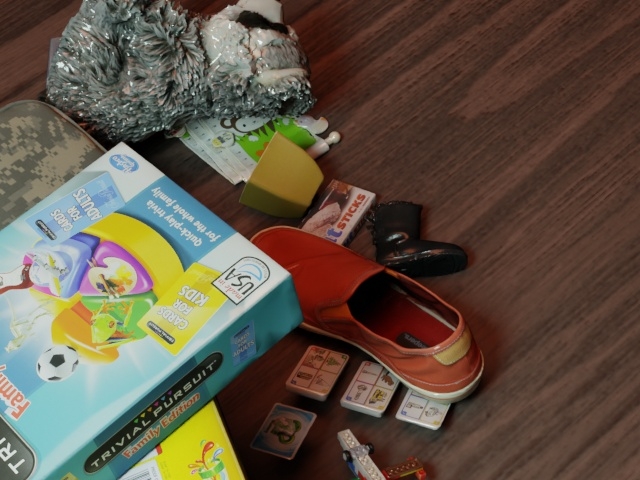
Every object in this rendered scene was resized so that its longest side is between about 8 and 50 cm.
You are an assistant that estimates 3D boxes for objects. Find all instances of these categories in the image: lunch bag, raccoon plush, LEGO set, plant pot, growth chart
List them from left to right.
[{"bbox_3d":[-0.386,0.019,1.403,0.212,0.256,0.305,39,39,4],"label":"lunch bag"},{"bbox_3d":[-0.205,-0.149,1.609,0.299,0.446,0.216,33,17,0],"label":"raccoon plush"},{"bbox_3d":[-0.103,-0.152,1.677,0.237,0.021,0.172,34,63,31],"label":"growth chart"},{"bbox_3d":[-0.044,-0.073,1.559,0.083,0.081,0.081,29,68,-2],"label":"plant pot"},{"bbox_3d":[0.028,0.221,1.318,0.182,0.060,0.244,14,35,15],"label":"LEGO set"}]

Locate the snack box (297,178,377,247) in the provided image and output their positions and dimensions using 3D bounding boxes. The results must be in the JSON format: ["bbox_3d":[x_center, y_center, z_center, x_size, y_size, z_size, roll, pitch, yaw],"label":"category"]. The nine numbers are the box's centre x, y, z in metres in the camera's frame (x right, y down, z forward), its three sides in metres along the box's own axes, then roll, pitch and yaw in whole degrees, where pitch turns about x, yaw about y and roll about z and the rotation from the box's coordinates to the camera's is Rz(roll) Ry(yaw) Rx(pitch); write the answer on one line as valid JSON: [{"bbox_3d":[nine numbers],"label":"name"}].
[{"bbox_3d":[0.000,0.000,1.531,0.064,0.022,0.178,21,58,23],"label":"snack box"}]

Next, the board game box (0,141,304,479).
[{"bbox_3d":[-0.224,0.087,1.105,0.336,0.079,0.254,-40,55,-21],"label":"board game box"}]

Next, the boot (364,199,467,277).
[{"bbox_3d":[0.116,-0.004,1.498,0.121,0.045,0.099,-8,51,10],"label":"boot"}]

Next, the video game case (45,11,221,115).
[{"bbox_3d":[-0.253,-0.237,1.742,0.274,0.026,0.196,-9,50,3],"label":"video game case"}]

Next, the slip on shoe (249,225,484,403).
[{"bbox_3d":[0.044,0.063,1.397,0.331,0.101,0.123,32,61,32],"label":"slip on shoe"}]

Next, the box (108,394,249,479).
[{"bbox_3d":[-0.153,0.257,1.186,0.177,0.279,0.290,-22,51,-7],"label":"box"}]
